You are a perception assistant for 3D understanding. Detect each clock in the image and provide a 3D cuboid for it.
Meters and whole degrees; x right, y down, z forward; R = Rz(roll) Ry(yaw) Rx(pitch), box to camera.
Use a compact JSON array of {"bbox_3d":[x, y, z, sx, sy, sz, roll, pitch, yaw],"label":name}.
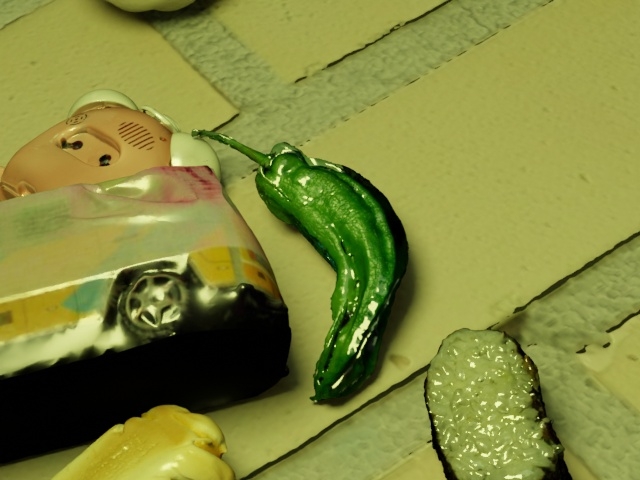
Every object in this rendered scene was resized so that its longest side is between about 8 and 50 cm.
[{"bbox_3d":[-0.183,-0.057,1.448,0.166,0.093,0.162,29,58,34],"label":"clock"}]

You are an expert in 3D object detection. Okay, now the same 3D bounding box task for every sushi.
[{"bbox_3d":[0.122,0.135,1.212,0.090,0.078,0.150,-22,48,2],"label":"sushi"}]

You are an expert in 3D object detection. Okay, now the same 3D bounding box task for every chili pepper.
[{"bbox_3d":[0.001,0.000,1.368,0.122,0.065,0.279,-19,52,-11],"label":"chili pepper"}]

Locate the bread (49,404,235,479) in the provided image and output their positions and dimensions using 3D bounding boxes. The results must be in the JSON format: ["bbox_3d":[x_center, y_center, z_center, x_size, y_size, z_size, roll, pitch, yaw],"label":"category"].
[{"bbox_3d":[-0.137,0.192,1.212,0.177,0.084,0.119,-42,28,-23],"label":"bread"}]

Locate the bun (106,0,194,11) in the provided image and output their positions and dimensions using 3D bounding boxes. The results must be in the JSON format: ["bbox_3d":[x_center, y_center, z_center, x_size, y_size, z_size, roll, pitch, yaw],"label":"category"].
[{"bbox_3d":[-0.155,-0.279,1.617,0.173,0.120,0.173,-2,46,2],"label":"bun"}]

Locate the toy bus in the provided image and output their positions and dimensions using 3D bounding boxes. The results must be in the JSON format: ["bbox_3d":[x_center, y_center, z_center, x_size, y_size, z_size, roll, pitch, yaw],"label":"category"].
[{"bbox_3d":[-0.219,0.058,1.285,0.386,0.171,0.162,-14,62,0],"label":"toy bus"}]
